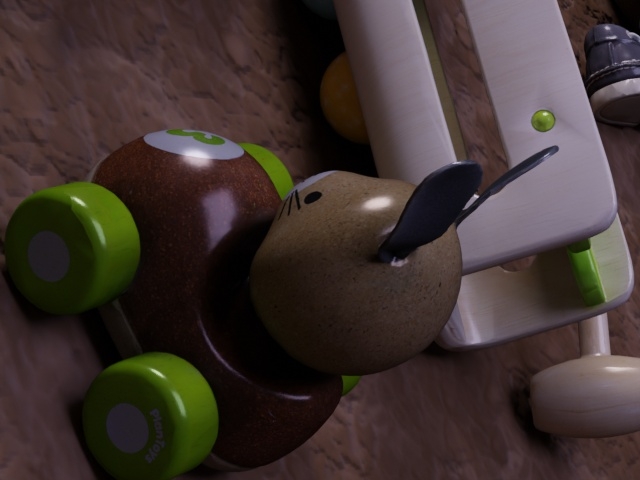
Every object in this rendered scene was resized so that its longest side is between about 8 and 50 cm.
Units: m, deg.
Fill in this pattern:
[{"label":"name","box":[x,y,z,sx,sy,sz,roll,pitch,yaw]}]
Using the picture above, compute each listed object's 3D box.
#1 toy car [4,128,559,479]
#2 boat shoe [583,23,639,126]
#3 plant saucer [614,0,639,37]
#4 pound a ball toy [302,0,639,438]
[{"label":"toy car","box":[0.000,0.000,0.743,0.155,0.188,0.149,-19,83,-59]},{"label":"boat shoe","box":[0.258,-0.119,1.330,0.206,0.075,0.065,3,67,-50]},{"label":"plant saucer","box":[0.263,-0.208,1.450,0.168,0.029,0.168,37,40,-38]},{"label":"pound a ball toy","box":[0.079,-0.054,0.994,0.208,0.135,0.319,56,19,-66]}]
